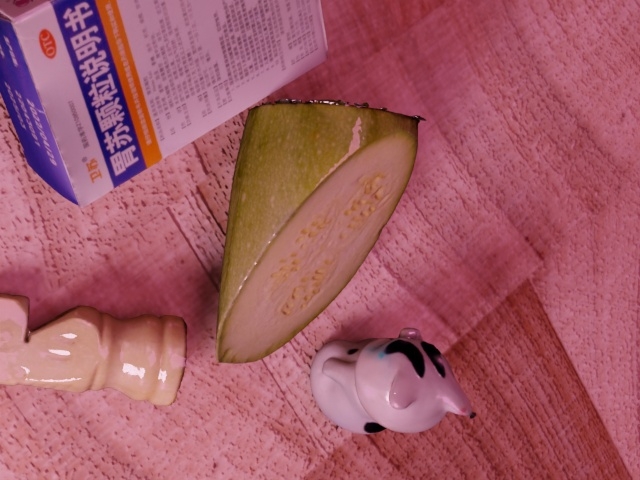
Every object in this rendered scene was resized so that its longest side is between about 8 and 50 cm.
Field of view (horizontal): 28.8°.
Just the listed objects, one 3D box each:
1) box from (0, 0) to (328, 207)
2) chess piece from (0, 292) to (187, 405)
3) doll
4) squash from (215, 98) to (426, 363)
[{"bbox_3d":[-0.146,-0.195,1.129,0.299,0.106,0.200,-33,136,-23],"label":"box"},{"bbox_3d":[-0.231,0.102,1.167,0.200,0.090,0.090,9,90,-19],"label":"chess piece"},{"bbox_3d":[0.067,0.146,1.287,0.110,0.180,0.107,1,80,-29],"label":"doll"},{"bbox_3d":[0.000,0.000,1.226,0.189,0.189,0.261,7,86,-30],"label":"squash"}]
